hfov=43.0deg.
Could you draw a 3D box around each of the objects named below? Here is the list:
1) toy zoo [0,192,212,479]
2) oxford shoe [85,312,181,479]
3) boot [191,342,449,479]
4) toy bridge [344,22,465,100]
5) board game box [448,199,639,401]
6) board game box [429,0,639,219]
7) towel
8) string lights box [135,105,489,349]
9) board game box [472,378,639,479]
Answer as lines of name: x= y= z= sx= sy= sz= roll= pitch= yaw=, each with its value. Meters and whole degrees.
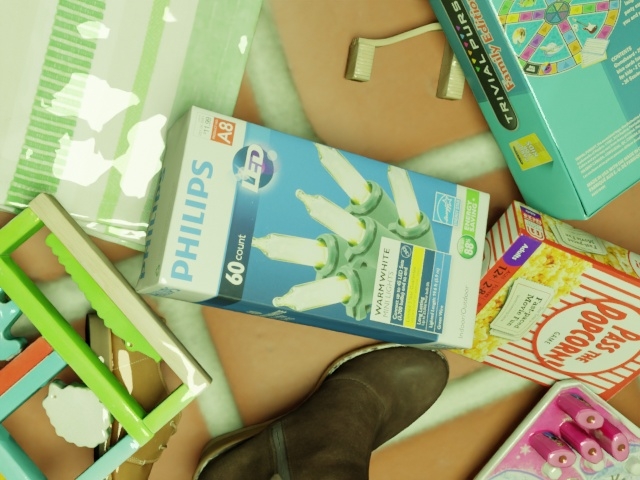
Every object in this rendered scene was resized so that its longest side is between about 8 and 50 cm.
toy zoo: x=-0.253 y=0.131 z=0.604 sx=0.293 sy=0.030 sz=0.192 roll=-40 pitch=91 yaw=-3
oxford shoe: x=-0.150 y=0.163 z=0.667 sx=0.076 sy=0.076 sz=0.212 roll=-2 pitch=98 yaw=-22
boot: x=0.021 y=0.172 z=0.636 sx=0.248 sy=0.207 sz=0.090 roll=-24 pitch=103 yaw=-9
toy bridge: x=0.117 y=-0.154 z=0.706 sx=0.188 sy=0.026 sz=0.063 roll=8 pitch=95 yaw=-15
board game box: x=0.210 y=0.061 z=0.711 sx=0.193 sy=0.045 sz=0.147 roll=21 pitch=130 yaw=-15
board game box: x=0.220 y=-0.225 z=0.675 sx=0.254 sy=0.079 sz=0.336 roll=-33 pitch=104 yaw=-17
towel: x=-0.223 y=-0.134 z=0.624 sx=0.325 sy=0.038 sz=0.248 roll=13 pitch=94 yaw=-14
string lights box: x=0.000 y=0.000 z=0.640 sx=0.260 sy=0.077 sz=0.133 roll=13 pitch=77 yaw=-24
board game box: x=0.252 y=0.386 z=0.779 sx=0.390 sy=0.050 sz=0.390 roll=37 pitch=95 yaw=-16
